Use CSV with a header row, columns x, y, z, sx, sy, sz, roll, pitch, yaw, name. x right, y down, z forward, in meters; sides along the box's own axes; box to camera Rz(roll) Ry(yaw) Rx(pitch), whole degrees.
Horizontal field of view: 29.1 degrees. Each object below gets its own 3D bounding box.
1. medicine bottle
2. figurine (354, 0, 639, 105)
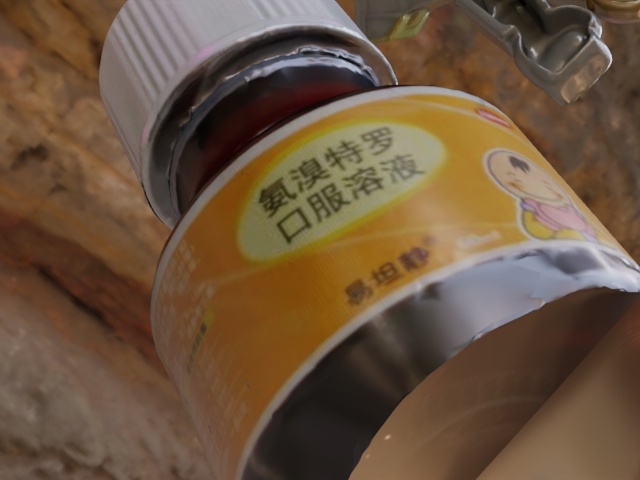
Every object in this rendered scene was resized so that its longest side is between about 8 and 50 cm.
x,y,z,sx,sy,sz,roll,pitch,yaw,name
0.000,0.000,0.697,0.242,0.242,0.395,34,13,-48,medicine bottle
0.180,-0.245,0.967,0.285,0.342,0.167,0,-16,24,figurine
